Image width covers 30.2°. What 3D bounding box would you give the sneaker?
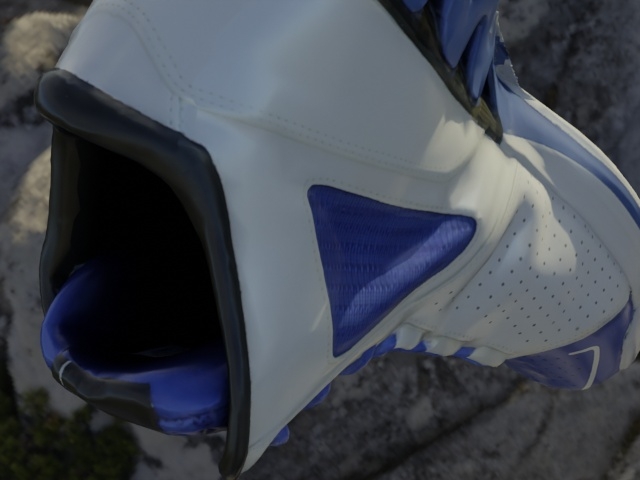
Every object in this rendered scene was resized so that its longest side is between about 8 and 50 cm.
[{"bbox_3d":[0.000,-0.001,0.418,0.127,0.315,0.182,28,78,38],"label":"sneaker"}]
